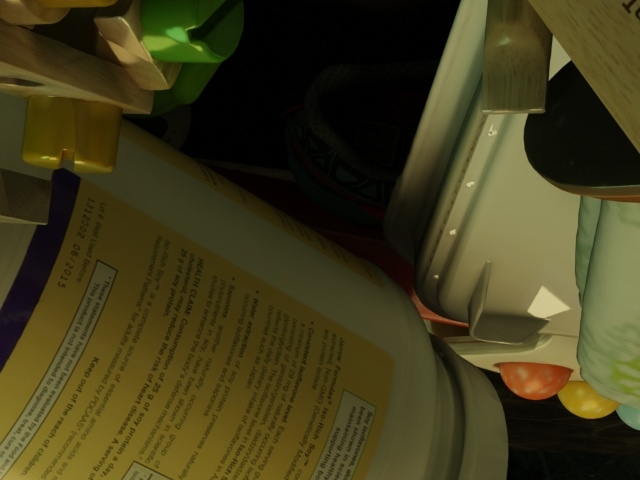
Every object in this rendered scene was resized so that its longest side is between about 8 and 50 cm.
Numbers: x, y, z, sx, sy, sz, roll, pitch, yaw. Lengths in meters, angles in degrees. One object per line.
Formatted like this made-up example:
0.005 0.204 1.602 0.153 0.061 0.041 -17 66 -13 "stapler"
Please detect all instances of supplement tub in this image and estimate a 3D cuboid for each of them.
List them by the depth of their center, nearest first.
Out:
-0.093 0.080 0.946 0.331 0.241 0.241 31 157 -27 "supplement tub"

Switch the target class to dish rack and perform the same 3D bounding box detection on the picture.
0.189 -0.029 0.889 0.285 0.072 0.333 8 147 -5 "dish rack"

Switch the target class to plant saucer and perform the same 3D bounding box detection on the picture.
0.000 0.000 1.171 0.258 0.048 0.259 11 -173 -10 "plant saucer"

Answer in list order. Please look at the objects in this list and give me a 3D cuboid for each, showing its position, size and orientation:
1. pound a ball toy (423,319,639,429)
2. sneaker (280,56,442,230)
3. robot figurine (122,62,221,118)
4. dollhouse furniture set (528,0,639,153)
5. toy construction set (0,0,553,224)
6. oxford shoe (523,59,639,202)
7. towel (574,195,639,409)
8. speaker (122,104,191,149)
0.222 0.059 1.364 0.208 0.136 0.319 -5 165 40 "pound a ball toy"
0.105 -0.045 1.015 0.262 0.104 0.125 4 166 7 "sneaker"
-0.098 -0.101 0.926 0.101 0.067 0.115 12 169 19 "robot figurine"
0.196 -0.171 0.379 0.174 0.303 0.355 -22 162 -45 "dollhouse furniture set"
-0.073 -0.079 0.619 0.309 0.237 0.257 4 168 1 "toy construction set"
0.172 -0.043 0.602 0.212 0.076 0.076 -11 147 22 "oxford shoe"
0.268 -0.046 0.708 0.320 0.090 0.374 2 144 2 "towel"
-0.123 -0.085 1.043 0.055 0.055 0.136 1 167 21 "speaker"
